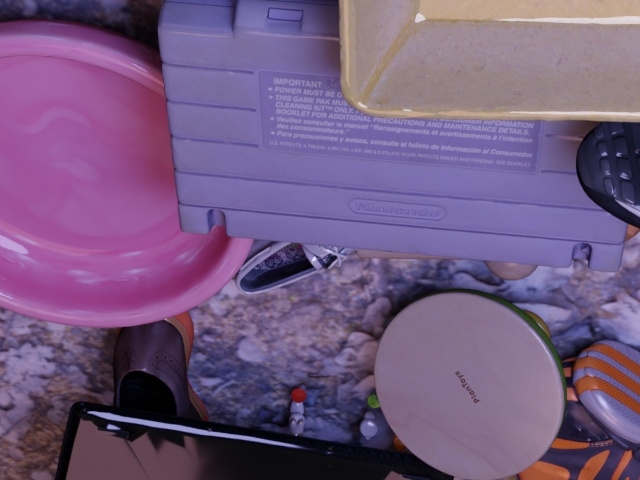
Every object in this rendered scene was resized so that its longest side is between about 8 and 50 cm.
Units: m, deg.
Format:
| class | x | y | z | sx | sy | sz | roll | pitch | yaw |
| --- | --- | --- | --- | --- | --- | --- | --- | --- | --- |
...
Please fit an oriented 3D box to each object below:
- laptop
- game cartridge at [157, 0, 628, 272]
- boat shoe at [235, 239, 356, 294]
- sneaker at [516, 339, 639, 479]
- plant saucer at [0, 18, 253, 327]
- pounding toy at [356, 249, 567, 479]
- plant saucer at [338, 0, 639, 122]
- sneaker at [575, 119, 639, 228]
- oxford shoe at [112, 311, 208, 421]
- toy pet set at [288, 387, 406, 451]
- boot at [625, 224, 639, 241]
| class | x | y | z | sx | sy | sz | roll | pitch | yaw |
| --- | --- | --- | --- | --- | --- | --- | --- | --- | --- |
| laptop | -0.114 | 0.344 | 1.691 | 0.382 | 0.236 | 0.408 | 11 | 104 | -14 |
| game cartridge | 0.062 | -0.083 | 1.226 | 0.355 | 0.068 | 0.230 | 6 | 134 | 6 |
| boat shoe | 0.000 | 0.000 | 1.438 | 0.184 | 0.063 | 0.066 | -17 | 130 | 24 |
| sneaker | 0.317 | 0.221 | 1.587 | 0.321 | 0.124 | 0.180 | 37 | 136 | -16 |
| plant saucer | -0.212 | -0.064 | 1.394 | 0.332 | 0.084 | 0.332 | 5 | 135 | 5 |
| pounding toy | 0.147 | 0.092 | 1.501 | 0.183 | 0.110 | 0.237 | -4 | 105 | 27 |
| plant saucer | 0.178 | -0.237 | 1.027 | 0.333 | 0.081 | 0.333 | 2 | 124 | 5 |
| sneaker | 0.284 | -0.017 | 1.185 | 0.283 | 0.107 | 0.124 | 8 | 153 | -30 |
| oxford shoe | -0.169 | 0.178 | 1.615 | 0.097 | 0.098 | 0.271 | 2 | 135 | 7 |
| toy pet set | 0.026 | 0.199 | 1.652 | 0.122 | 0.065 | 0.114 | 6 | 100 | -1 |
| boot | 0.218 | -0.136 | 1.207 | 0.280 | 0.096 | 0.264 | 40 | 129 | -11 |
